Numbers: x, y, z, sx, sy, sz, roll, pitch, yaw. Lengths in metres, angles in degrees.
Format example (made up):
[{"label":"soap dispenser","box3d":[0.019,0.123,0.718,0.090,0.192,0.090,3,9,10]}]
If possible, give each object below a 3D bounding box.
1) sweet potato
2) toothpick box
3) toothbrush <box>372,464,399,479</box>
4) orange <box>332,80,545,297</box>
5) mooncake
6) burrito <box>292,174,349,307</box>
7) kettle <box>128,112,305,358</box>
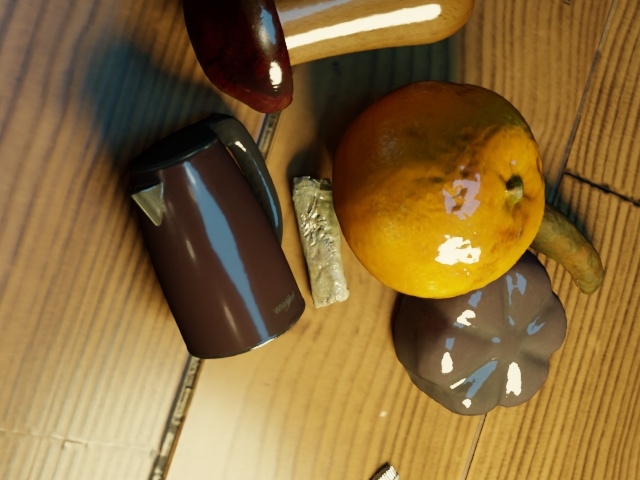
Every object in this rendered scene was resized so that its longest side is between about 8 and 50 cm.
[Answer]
[{"label":"sweet potato","box3d":[0.345,0.001,1.415,0.273,0.075,0.075,33,81,-38]},{"label":"toothpick box","box3d":[0.004,-0.252,1.032,0.294,0.192,0.192,-18,110,-8]},{"label":"toothbrush","box3d":[0.001,0.403,1.299,0.286,0.020,0.025,-40,110,-21]},{"label":"orange","box3d":[0.138,-0.060,1.161,0.261,0.261,0.261,-7,104,-32]},{"label":"mooncake","box3d":[0.218,0.114,1.320,0.245,0.133,0.245,-9,109,-26]},{"label":"burrito","box3d":[0.000,0.000,1.200,0.051,0.042,0.171,-10,102,-1]},{"label":"kettle","box3d":[-0.107,-0.016,1.078,0.202,0.144,0.232,-39,117,-43]}]
